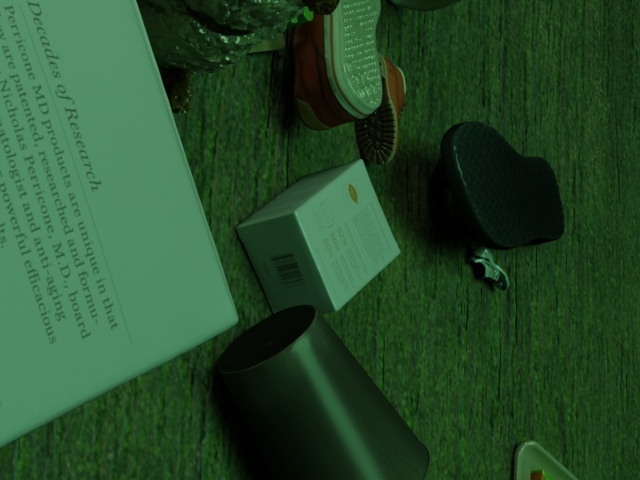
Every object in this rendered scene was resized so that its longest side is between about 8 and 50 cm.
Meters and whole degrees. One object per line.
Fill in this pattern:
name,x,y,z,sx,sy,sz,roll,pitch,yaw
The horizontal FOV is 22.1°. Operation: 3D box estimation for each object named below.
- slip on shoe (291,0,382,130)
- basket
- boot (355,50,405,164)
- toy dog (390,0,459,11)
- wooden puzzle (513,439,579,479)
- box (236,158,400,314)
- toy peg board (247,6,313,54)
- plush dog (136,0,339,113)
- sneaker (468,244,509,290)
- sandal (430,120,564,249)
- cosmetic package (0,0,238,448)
slip on shoe,0.010,-0.267,2.044,0.123,0.101,0.331,40,35,-38
basket,-0.003,0.197,1.821,0.227,0.154,0.204,60,37,-17
boot,0.087,-0.169,2.152,0.084,0.059,0.158,21,61,-55
toy dog,0.193,-0.573,2.164,0.284,0.395,0.408,34,61,-33
wooden puzzle,0.333,0.429,2.298,0.221,0.044,0.239,42,47,-39
box,0.000,0.000,1.937,0.170,0.091,0.130,-39,110,-52
toy peg board,-0.086,-0.305,1.934,0.161,0.079,0.161,-17,93,-56
plush dog,-0.106,-0.264,1.713,0.262,0.225,0.211,18,66,-22
sneaker,0.234,0.045,2.310,0.083,0.032,0.037,51,55,-24
sandal,0.236,-0.056,2.299,0.446,0.107,0.168,16,64,-65
cosmetic package,-0.338,-0.001,1.256,0.393,0.329,0.327,-26,99,-56
